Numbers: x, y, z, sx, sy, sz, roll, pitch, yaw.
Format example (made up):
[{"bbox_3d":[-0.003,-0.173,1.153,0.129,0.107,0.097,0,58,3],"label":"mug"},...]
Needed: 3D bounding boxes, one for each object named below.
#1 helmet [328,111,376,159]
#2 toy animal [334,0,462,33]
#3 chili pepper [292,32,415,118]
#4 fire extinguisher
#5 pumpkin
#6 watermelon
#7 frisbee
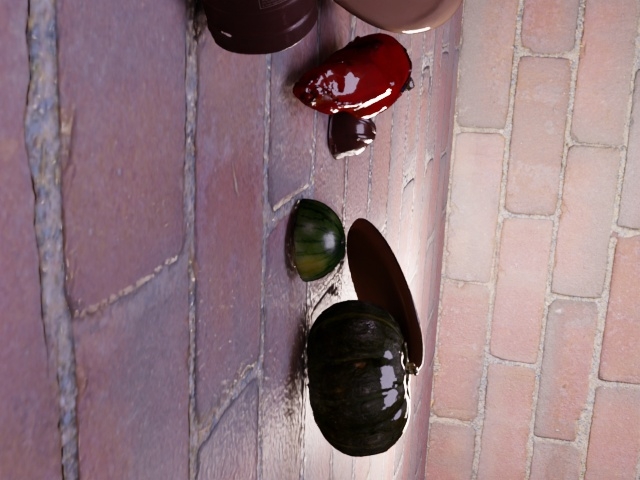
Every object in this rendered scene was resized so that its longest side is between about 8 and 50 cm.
[{"bbox_3d":[0.051,-0.159,1.171,0.111,0.057,0.089,1,93,-76],"label":"helmet"},{"bbox_3d":[0.094,-0.369,1.031,0.213,0.195,0.256,45,32,-20],"label":"toy animal"},{"bbox_3d":[0.053,-0.213,1.067,0.387,0.110,0.110,-45,139,-66],"label":"chili pepper"},{"bbox_3d":[-0.060,-0.270,0.579,0.269,0.105,0.105,80,21,-51],"label":"fire extinguisher"},{"bbox_3d":[0.058,0.189,1.135,0.224,0.157,0.223,-8,90,-82],"label":"pumpkin"},{"bbox_3d":[0.000,0.000,1.018,0.105,0.062,0.105,1,90,-78],"label":"watermelon"},{"bbox_3d":[0.094,0.085,1.252,0.251,0.021,0.251,161,-90,-76],"label":"frisbee"}]
